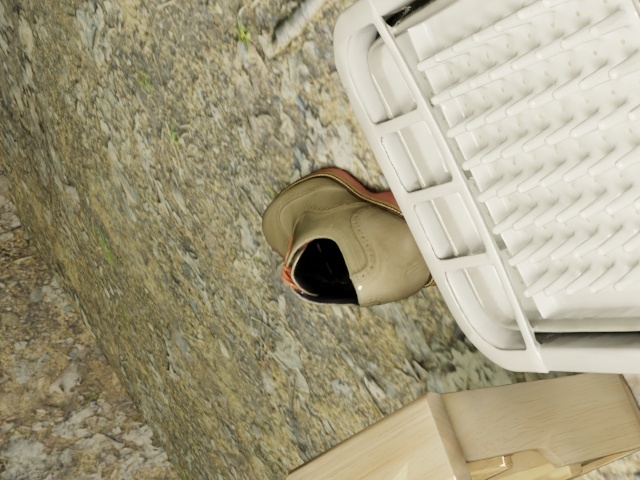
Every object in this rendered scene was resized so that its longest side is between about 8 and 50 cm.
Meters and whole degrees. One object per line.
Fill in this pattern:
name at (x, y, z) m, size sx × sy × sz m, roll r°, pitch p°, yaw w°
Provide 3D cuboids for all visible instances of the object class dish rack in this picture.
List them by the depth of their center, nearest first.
dish rack at (0.147, -0.056, 0.659) m, size 0.285 × 0.072 × 0.333 m, roll 65°, pitch 158°, yaw -5°

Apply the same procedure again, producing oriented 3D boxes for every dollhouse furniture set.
dollhouse furniture set at (0.177, 0.315, 0.797) m, size 0.362 × 0.256 × 0.394 m, roll -38°, pitch 62°, yaw 41°

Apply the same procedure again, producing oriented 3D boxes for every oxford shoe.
oxford shoe at (0.000, 0.000, 1.156) m, size 0.348 × 0.130 × 0.123 m, roll 7°, pitch 120°, yaw 63°
